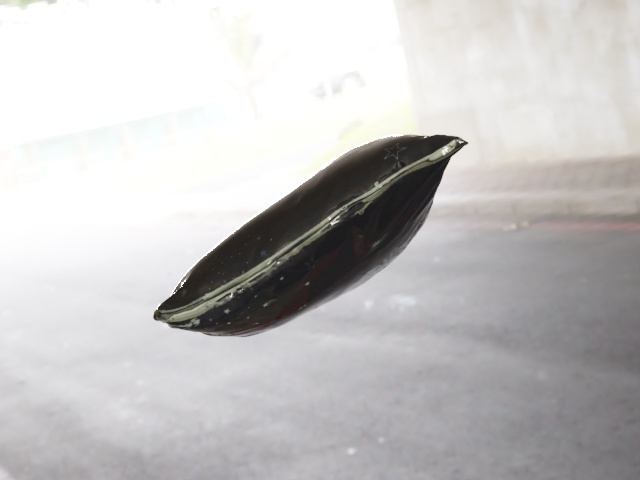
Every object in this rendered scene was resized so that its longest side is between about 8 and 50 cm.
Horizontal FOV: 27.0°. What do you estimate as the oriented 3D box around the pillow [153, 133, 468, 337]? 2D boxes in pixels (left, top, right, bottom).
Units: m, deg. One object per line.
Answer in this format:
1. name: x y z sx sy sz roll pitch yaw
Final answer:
1. pillow: 0.000 0.000 0.615 0.141 0.055 0.208 -33 -3 1
